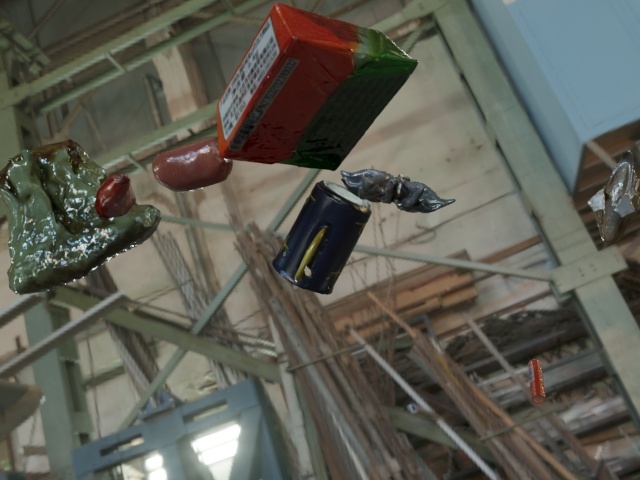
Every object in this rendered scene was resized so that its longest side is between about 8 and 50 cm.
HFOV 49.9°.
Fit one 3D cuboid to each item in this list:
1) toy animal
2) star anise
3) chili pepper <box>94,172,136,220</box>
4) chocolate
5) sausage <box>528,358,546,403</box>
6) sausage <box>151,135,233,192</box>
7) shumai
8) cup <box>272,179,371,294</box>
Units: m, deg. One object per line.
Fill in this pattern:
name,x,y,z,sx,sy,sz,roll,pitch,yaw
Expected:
toy animal,0.611,-0.083,1.402,0.089,0.188,0.179,16,0,32
star anise,0.134,-0.092,1.267,0.204,0.061,0.180,12,12,-9
chili pepper,-0.403,-0.097,1.373,0.088,0.065,0.169,-32,-1,-25
chocolate,-0.024,-0.333,1.534,0.341,0.161,0.360,1,-38,-38
sausage,0.524,0.335,1.669,0.034,0.129,0.034,5,-52,7
sausage,-0.356,-0.213,1.953,0.254,0.148,0.148,-14,-17,28
shumai,-0.614,-0.075,1.653,0.397,0.323,0.324,-25,9,4
cup,0.018,0.005,1.747,0.178,0.255,0.256,21,-72,-23
